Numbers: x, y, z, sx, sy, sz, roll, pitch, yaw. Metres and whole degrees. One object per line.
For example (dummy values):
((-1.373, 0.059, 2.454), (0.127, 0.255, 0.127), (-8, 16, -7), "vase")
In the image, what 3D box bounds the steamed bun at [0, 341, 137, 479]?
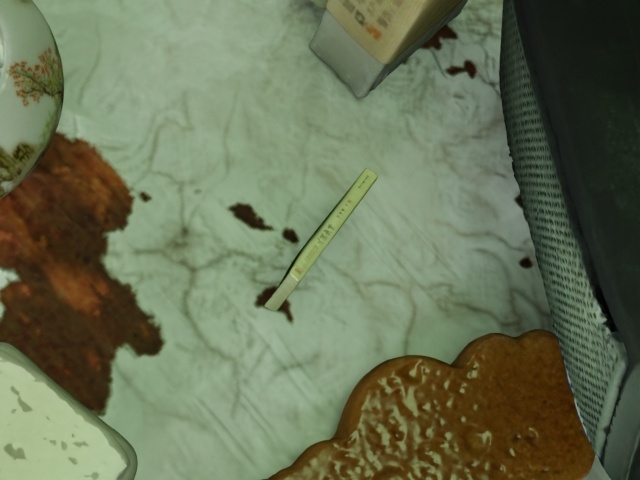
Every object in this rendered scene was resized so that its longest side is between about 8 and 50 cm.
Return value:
((-0.238, 0.190, 0.890), (0.146, 0.164, 0.241), (41, 65, 0), "steamed bun")

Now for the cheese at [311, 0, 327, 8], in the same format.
((-0.052, -0.262, 1.174), (0.194, 0.043, 0.065), (32, 60, 0), "cheese")

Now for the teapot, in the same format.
((-0.278, -0.126, 1.001), (0.204, 0.139, 0.298), (15, 68, -11), "teapot")

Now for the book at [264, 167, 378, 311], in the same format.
((-0.001, 0.000, 1.085), (0.014, 0.077, 0.111), (37, 64, 0), "book")

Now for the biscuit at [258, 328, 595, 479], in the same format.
((0.081, 0.193, 1.065), (0.334, 0.047, 0.202), (-40, 88, -24), "biscuit")

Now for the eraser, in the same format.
((0.097, -0.237, 1.052), (0.078, 0.343, 0.144), (45, 65, 5), "eraser")

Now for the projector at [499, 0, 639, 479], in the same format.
((0.355, -0.055, 1.048), (0.395, 0.242, 0.405), (-8, 60, -2), "projector")
